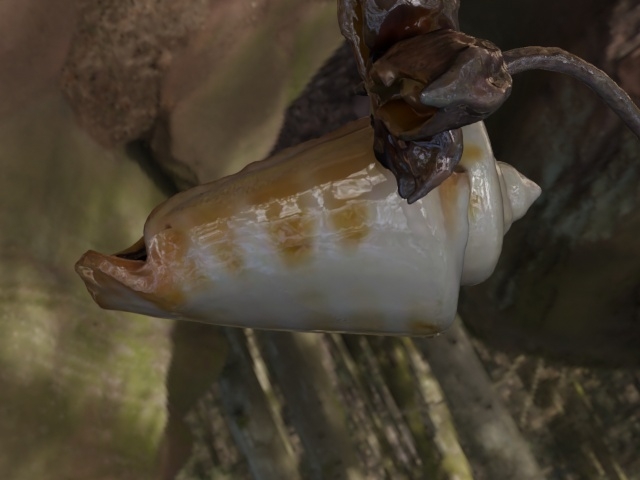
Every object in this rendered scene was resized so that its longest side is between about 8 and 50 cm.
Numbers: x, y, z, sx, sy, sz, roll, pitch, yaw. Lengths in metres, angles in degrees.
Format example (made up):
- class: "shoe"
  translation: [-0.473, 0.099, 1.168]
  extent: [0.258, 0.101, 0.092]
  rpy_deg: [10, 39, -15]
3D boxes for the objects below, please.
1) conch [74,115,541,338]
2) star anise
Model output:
- class: "conch"
  translation: [0.006, 0.010, 0.678]
  extent: [0.255, 0.127, 0.158]
  rpy_deg: [-22, -178, -4]
- class: "star anise"
  translation: [0.123, -0.064, 0.575]
  extent: [0.227, 0.148, 0.218]
  rpy_deg: [-11, 112, -16]
